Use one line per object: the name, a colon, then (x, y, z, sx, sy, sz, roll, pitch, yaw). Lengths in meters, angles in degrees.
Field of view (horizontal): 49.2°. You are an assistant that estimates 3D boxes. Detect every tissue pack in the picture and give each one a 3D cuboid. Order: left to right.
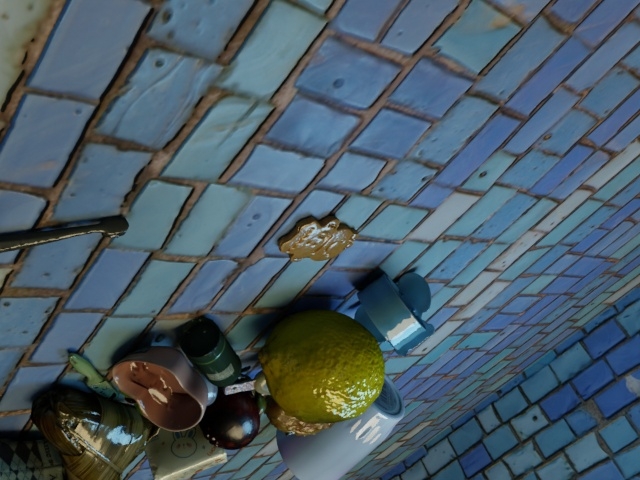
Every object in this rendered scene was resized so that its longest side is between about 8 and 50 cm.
tissue pack: (-0.362, 0.548, 1.850, 0.196, 0.148, 0.092, -19, 147, -16)

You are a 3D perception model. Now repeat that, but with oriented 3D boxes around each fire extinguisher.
fire extinguisher: (-0.235, 0.268, 1.574, 0.118, 0.093, 0.294, -14, 151, 0)

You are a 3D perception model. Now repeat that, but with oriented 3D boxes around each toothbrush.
toothbrush: (-0.434, 0.001, 1.037, 0.297, 0.030, 0.030, -10, 157, -30)

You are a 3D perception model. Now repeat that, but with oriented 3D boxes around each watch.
watch: (0.180, 0.177, 1.678, 0.210, 0.211, 0.193, -32, 169, 8)

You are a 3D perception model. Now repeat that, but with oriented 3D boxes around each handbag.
handbag: (-0.756, 0.560, 1.533, 0.316, 0.180, 0.416, -30, 157, 20)

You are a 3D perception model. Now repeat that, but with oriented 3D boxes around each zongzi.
zongzi: (-0.532, 0.468, 1.504, 0.288, 0.134, 0.286, -56, 136, -3)

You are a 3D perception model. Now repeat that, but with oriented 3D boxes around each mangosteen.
mangosteen: (-0.219, 0.437, 1.792, 0.199, 0.200, 0.200, -21, 150, -13)

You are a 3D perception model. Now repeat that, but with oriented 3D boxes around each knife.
knife: (-0.479, 0.292, 1.473, 0.043, 0.020, 0.293, -22, 152, -8)

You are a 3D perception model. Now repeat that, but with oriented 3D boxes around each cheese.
cheese: (-0.147, 0.352, 1.731, 0.192, 0.037, 0.097, -7, 123, -24)

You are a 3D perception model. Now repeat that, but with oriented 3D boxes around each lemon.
lemon: (0.003, 0.291, 1.623, 0.321, 0.268, 0.268, 11, 133, -41)

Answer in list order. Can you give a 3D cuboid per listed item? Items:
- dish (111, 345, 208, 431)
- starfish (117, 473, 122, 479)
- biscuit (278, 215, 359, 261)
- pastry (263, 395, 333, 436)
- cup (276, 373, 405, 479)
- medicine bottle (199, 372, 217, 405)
dish: (-0.323, 0.296, 1.470, 0.213, 0.213, 0.090, -58, 180, 42)
starfish: (-0.514, 0.558, 1.678, 0.050, 0.247, 0.138, 29, 116, -22)
biscuit: (-0.005, 0.003, 1.410, 0.133, 0.027, 0.184, -37, 150, 13)
pastry: (-0.052, 0.456, 1.956, 0.228, 0.100, 0.219, -13, 122, -9)
cup: (0.060, 0.559, 2.132, 0.371, 0.253, 0.253, -46, 147, 23)
medicine bottle: (-0.337, 0.346, 1.617, 0.083, 0.084, 0.203, -43, 146, 25)
